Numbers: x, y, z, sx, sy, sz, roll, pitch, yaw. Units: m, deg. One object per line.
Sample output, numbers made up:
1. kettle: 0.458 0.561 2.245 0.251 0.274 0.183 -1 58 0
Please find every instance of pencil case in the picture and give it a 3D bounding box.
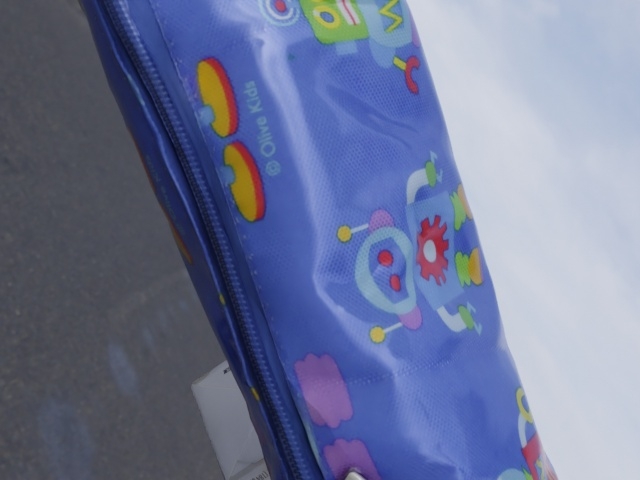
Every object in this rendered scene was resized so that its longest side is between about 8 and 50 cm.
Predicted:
1. pencil case: 0.000 0.000 0.367 0.133 0.119 0.306 -26 99 -57

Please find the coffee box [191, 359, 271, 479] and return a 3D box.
1. coffee box: 0.039 0.159 0.653 0.246 0.141 0.098 57 -1 -38
